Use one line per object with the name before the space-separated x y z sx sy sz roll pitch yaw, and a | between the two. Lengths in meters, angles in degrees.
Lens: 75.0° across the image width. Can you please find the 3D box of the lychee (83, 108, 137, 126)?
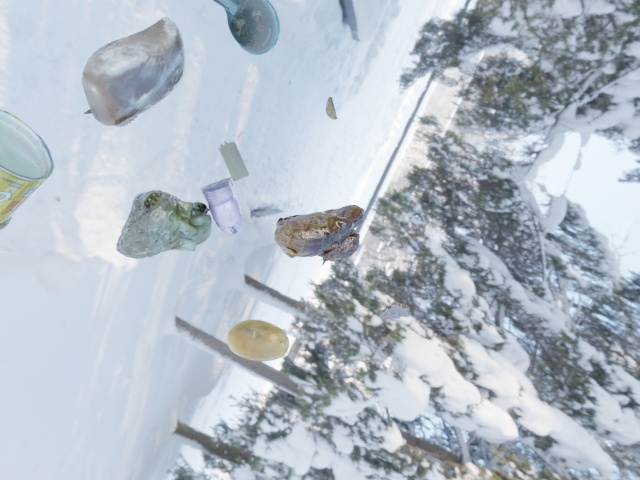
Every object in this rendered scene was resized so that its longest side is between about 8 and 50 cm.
lychee | -0.661 -0.448 1.335 0.197 0.165 0.165 -45 163 -44

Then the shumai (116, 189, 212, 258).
shumai | -0.415 -0.031 1.130 0.255 0.218 0.189 11 -94 57

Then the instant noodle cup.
instant noodle cup | -0.967 -0.213 1.199 0.254 0.326 0.325 -31 -177 12

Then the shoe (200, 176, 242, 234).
shoe | -0.265 -0.095 1.147 0.245 0.095 0.138 -145 -143 -73

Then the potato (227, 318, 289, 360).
potato | -0.231 0.374 1.562 0.146 0.233 0.151 141 -42 -72

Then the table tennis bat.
table tennis bat | -0.177 -0.496 0.911 0.124 0.201 0.033 -50 -173 43

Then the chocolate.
chocolate | -0.369 -0.348 0.888 0.254 0.080 0.157 -53 168 -33

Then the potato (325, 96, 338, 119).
potato | 0.031 -0.478 1.515 0.036 0.093 0.037 -25 158 35

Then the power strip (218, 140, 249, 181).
power strip | -0.362 -0.333 1.729 0.076 0.169 0.028 -24 -166 -9

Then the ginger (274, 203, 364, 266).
ginger | 0.000 0.000 1.611 0.418 0.176 0.254 -13 121 -41

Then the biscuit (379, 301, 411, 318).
biscuit | 0.201 0.195 1.139 0.092 0.082 0.016 -29 -138 34
